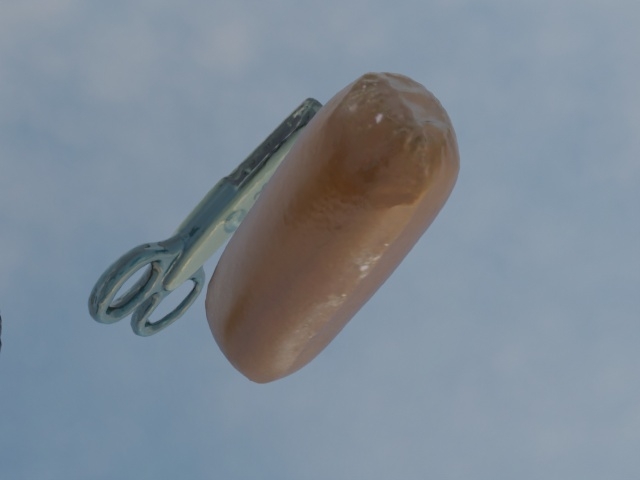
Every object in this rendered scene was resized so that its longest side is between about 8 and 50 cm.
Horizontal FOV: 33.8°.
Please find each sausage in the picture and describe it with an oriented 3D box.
[{"bbox_3d":[0.000,-0.001,0.711,0.105,0.274,0.105,17,-133,-20],"label":"sausage"}]

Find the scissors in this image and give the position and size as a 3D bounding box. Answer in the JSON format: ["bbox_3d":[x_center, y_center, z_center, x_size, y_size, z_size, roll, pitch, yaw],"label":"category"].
[{"bbox_3d":[-0.097,-0.022,0.992,0.289,0.138,0.041,-48,-119,4],"label":"scissors"}]
